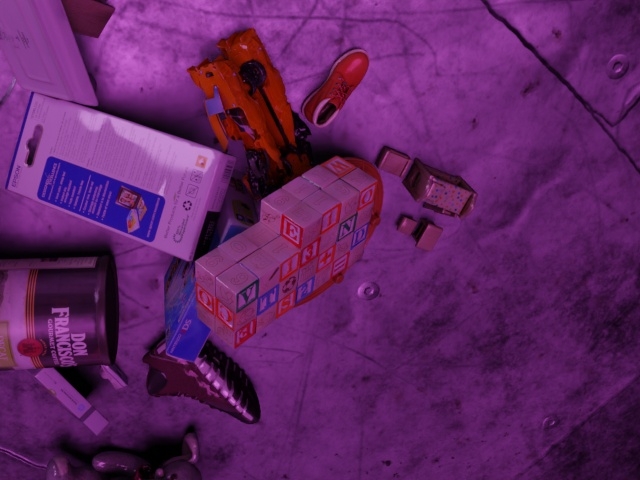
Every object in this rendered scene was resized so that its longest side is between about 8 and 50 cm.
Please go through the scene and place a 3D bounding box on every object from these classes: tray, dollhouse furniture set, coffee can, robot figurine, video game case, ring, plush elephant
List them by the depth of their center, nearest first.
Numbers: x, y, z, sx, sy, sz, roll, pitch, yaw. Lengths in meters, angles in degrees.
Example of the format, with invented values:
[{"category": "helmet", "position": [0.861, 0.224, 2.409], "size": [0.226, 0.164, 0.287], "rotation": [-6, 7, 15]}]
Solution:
[{"category": "tray", "position": [-0.425, -0.299, 0.935], "size": [0.145, 0.030, 0.270], "rotation": [16, 148, 10]}, {"category": "dollhouse furniture set", "position": [-0.390, -0.420, 0.978], "size": [0.151, 0.123, 0.144], "rotation": [41, 106, 8]}, {"category": "robot figurine", "position": [-0.102, -0.190, 1.088], "size": [0.085, 0.211, 0.291], "rotation": [-4, 126, 30]}, {"category": "video game case", "position": [-0.200, 0.032, 1.140], "size": [0.061, 0.244, 0.269], "rotation": [21, 111, -22]}, {"category": "coffee can", "position": [-0.512, 0.130, 1.152], "size": [0.276, 0.201, 0.201], "rotation": [-2, 118, -11]}, {"category": "ring", "position": [0.000, 0.000, 1.187], "size": [0.337, 0.032, 0.336], "rotation": [-31, 144, -26]}, {"category": "dollhouse furniture set", "position": [0.178, -0.066, 1.250], "size": [0.182, 0.101, 0.160], "rotation": [18, 113, -21]}, {"category": "plush elephant", "position": [-0.368, 0.557, 1.389], "size": [0.255, 0.271, 0.330], "rotation": [-34, 149, 22]}]

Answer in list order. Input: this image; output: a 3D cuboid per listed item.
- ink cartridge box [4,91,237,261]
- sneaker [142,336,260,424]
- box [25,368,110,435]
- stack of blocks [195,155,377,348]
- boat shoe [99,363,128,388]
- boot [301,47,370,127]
[{"category": "ink cartridge box", "position": [-0.329, -0.108, 1.046], "size": [0.371, 0.069, 0.175], "rotation": [19, 95, 15]}, {"category": "sneaker", "position": [-0.263, 0.310, 1.372], "size": [0.163, 0.106, 0.281], "rotation": [-34, 109, 13]}, {"category": "box", "position": [-0.514, 0.296, 1.279], "size": [0.038, 0.145, 0.186], "rotation": [-47, 124, -27]}, {"category": "stack of blocks", "position": [-0.049, 0.012, 0.992], "size": [0.297, 0.087, 0.171], "rotation": [-34, 148, -35]}, {"category": "boat shoe", "position": [-0.440, 0.273, 1.343], "size": [0.035, 0.035, 0.100], "rotation": [-27, 127, 0]}, {"category": "boot", "position": [0.035, -0.261, 1.124], "size": [0.059, 0.084, 0.158], "rotation": [35, 105, -24]}]
